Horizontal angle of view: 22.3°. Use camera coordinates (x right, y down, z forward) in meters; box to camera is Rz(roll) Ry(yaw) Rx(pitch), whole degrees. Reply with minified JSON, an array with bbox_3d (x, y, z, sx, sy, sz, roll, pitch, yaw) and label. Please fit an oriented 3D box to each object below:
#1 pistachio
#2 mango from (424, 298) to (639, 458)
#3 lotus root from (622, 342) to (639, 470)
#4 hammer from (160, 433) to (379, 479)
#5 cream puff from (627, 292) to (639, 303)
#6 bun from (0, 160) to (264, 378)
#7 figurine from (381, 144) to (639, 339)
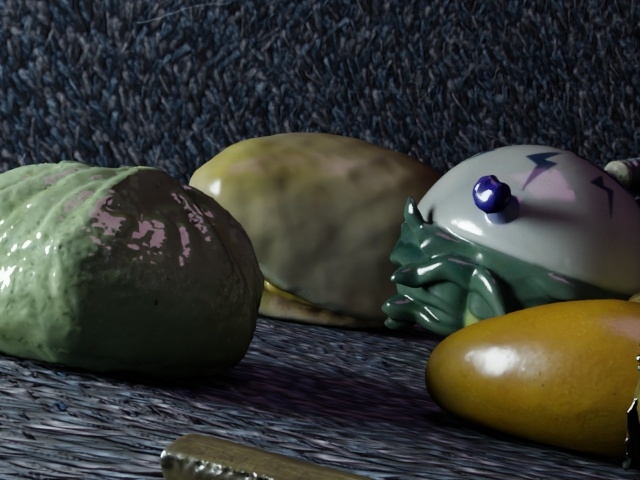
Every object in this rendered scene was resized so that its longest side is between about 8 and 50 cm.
[{"bbox_3d":[0.000,0.000,1.417,0.288,0.197,0.166,-5,-34,-32],"label":"pistachio"},{"bbox_3d":[0.135,0.072,0.890,0.184,0.084,0.102,4,-2,37],"label":"mango"},{"bbox_3d":[0.265,0.066,0.652,0.275,0.160,0.152,10,-8,14],"label":"lotus root"},{"bbox_3d":[0.086,0.106,0.495,0.365,0.043,0.111,8,3,40],"label":"hammer"},{"bbox_3d":[0.285,0.066,1.061,0.189,0.129,0.189,-13,13,3],"label":"cream puff"},{"bbox_3d":[-0.122,0.013,0.952,0.196,0.118,0.195,9,-1,0],"label":"bun"},{"bbox_3d":[0.194,0.019,1.289,0.261,0.186,0.382,4,4,32],"label":"figurine"}]
